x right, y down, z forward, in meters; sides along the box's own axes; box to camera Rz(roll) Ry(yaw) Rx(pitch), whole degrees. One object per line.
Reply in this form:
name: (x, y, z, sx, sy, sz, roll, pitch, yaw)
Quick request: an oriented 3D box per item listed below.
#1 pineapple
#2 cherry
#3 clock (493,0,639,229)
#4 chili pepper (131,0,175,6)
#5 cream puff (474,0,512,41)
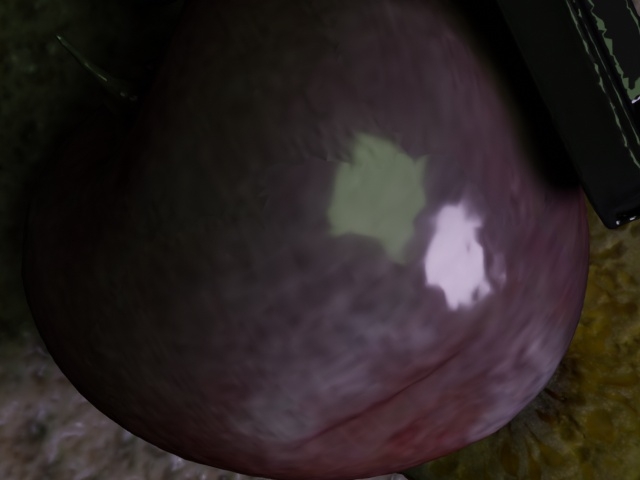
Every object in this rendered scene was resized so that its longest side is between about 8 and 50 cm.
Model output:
pineapple: (0.191, 0.064, 0.682, 0.271, 0.262, 0.263, -4, 108, -56)
cherry: (0.000, 0.000, 0.472, 0.307, 0.221, 0.261, 29, 124, -32)
clock: (0.106, -0.160, 0.479, 0.273, 0.049, 0.279, 63, 21, -7)
chili pepper: (-0.047, -0.231, 0.477, 0.099, 0.083, 0.253, 39, 76, -39)
cream puff: (0.056, -0.140, 0.555, 0.144, 0.103, 0.126, 43, 40, -38)
